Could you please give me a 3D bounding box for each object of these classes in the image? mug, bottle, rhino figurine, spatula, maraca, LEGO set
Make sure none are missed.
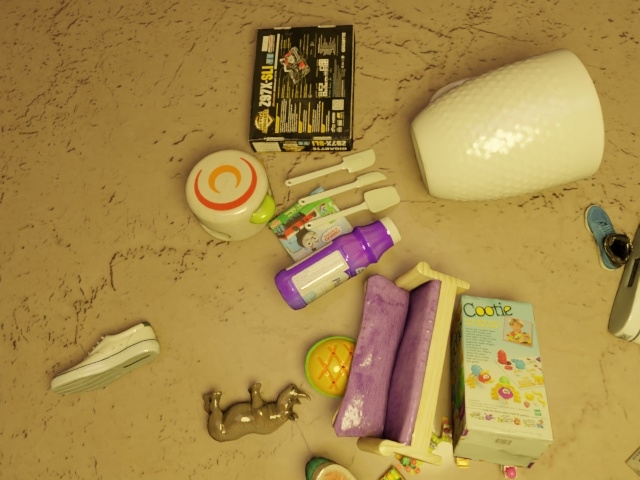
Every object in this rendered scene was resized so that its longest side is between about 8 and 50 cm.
[{"bbox_3d":[0.369,-0.255,1.061,0.327,0.276,0.374,-16,45,10],"label":"mug"},{"bbox_3d":[0.040,0.046,1.038,0.282,0.118,0.092,-31,77,-3],"label":"bottle"},{"bbox_3d":[-0.139,0.370,1.042,0.243,0.073,0.107,-12,71,2],"label":"rhino figurine"},{"bbox_3d":[0.052,-0.120,1.139,0.241,0.019,0.168,-20,72,-13],"label":"spatula"},{"bbox_3d":[0.057,0.272,1.033,0.185,0.099,0.127,1,80,-12],"label":"maraca"},{"bbox_3d":[0.249,0.435,0.964,0.286,0.107,0.132,-13,75,3],"label":"LEGO set"}]

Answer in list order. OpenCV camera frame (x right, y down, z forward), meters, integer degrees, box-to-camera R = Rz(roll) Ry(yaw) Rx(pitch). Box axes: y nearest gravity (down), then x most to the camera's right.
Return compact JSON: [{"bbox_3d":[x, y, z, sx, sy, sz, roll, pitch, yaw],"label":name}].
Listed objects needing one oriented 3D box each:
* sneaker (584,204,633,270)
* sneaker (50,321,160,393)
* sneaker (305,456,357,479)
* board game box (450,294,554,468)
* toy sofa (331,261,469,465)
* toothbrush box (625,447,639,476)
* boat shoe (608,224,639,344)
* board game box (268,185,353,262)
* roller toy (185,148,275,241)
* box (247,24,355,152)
[{"bbox_3d":[0.631,-0.014,1.042,0.058,0.084,0.152,-7,75,5],"label":"sneaker"},{"bbox_3d":[-0.496,0.273,1.107,0.258,0.094,0.091,-23,57,-4],"label":"sneaker"},{"bbox_3d":[0.074,0.559,0.964,0.108,0.121,0.302,-34,95,-18],"label":"sneaker"},{"bbox_3d":[0.333,0.264,0.920,0.144,0.142,0.275,6,48,8],"label":"board game box"},{"bbox_3d":[0.156,0.230,0.935,0.177,0.150,0.363,19,68,-7],"label":"toy sofa"},{"bbox_3d":[0.719,0.387,0.826,0.216,0.295,0.126,-42,77,-6],"label":"toothbrush box"},{"bbox_3d":[0.744,0.054,0.988,0.156,0.136,0.367,21,82,11],"label":"boat shoe"},{"bbox_3d":[0.000,0.000,1.134,0.160,0.039,0.212,-36,76,-4],"label":"board game box"},{"bbox_3d":[-0.210,-0.104,1.128,0.191,0.146,0.210,-16,66,-3],"label":"roller toy"},{"bbox_3d":[-0.042,-0.386,1.215,0.256,0.079,0.322,0,76,8],"label":"box"}]
